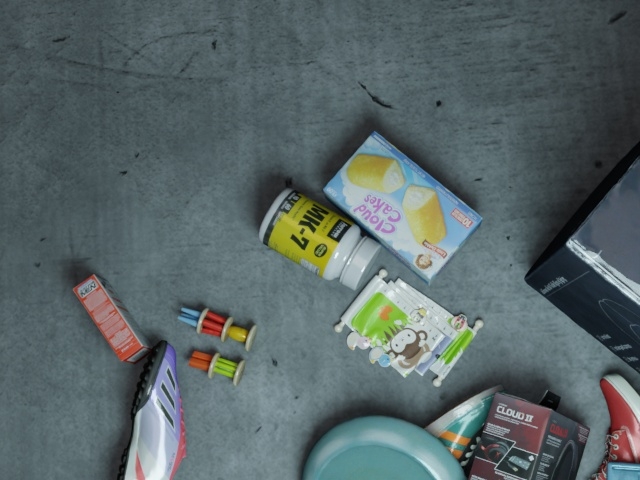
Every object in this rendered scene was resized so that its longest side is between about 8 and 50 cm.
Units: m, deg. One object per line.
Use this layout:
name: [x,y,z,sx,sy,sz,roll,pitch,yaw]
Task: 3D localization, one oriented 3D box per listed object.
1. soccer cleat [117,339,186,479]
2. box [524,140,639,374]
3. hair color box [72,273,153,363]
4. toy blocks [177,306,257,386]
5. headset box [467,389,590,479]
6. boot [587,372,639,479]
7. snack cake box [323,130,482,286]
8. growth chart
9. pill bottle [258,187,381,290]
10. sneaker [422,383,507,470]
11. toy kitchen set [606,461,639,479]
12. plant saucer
soccer cleat: [-0.294,0.346,1.814,0.116,0.108,0.318,13,79,-13]
box: [0.612,0.079,1.534,0.471,0.480,0.297,38,86,8]
hair color box: [-0.389,0.150,1.853,0.053,0.093,0.167,-35,78,-2]
toy blocks: [-0.207,0.194,1.847,0.148,0.054,0.123,18,81,8]
headset box: [0.346,0.397,1.666,0.110,0.218,0.293,13,79,35]
boot: [0.511,0.372,1.735,0.176,0.088,0.244,-25,82,2]
snack cake box: [0.152,-0.059,1.843,0.264,0.089,0.152,40,85,11]
growth chart: [0.160,0.167,1.837,0.237,0.021,0.172,30,85,10]
pill bottle: [0.000,0.000,1.832,0.208,0.119,0.119,29,84,9]
sneaker: [0.227,0.378,1.753,0.302,0.108,0.121,-38,79,6]
toy kitchen set: [0.523,0.462,1.583,0.122,0.166,0.207,1,74,15]
plant saucer: [0.107,0.461,1.707,0.317,0.043,0.318,4,102,19]
